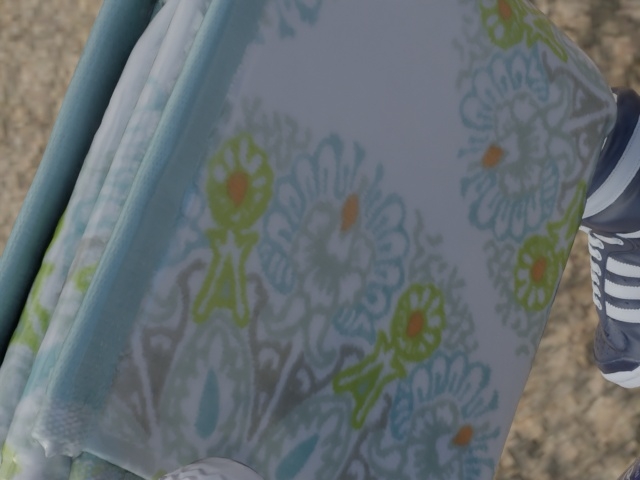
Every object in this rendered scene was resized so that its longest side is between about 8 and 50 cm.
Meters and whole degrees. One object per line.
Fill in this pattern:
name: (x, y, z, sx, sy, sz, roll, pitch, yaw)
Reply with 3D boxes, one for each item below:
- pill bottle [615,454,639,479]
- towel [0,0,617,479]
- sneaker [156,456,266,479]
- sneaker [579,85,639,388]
pill bottle: (0.187, 0.156, 0.864, 0.094, 0.094, 0.169, 47, 144, 15)
towel: (0.000, 0.000, 0.856, 0.090, 0.320, 0.374, 7, 69, 42)
sneaker: (0.029, 0.178, 0.591, 0.101, 0.153, 0.268, -9, 106, 43)
sneaker: (0.204, -0.003, 1.141, 0.153, 0.099, 0.282, 19, 147, -3)
